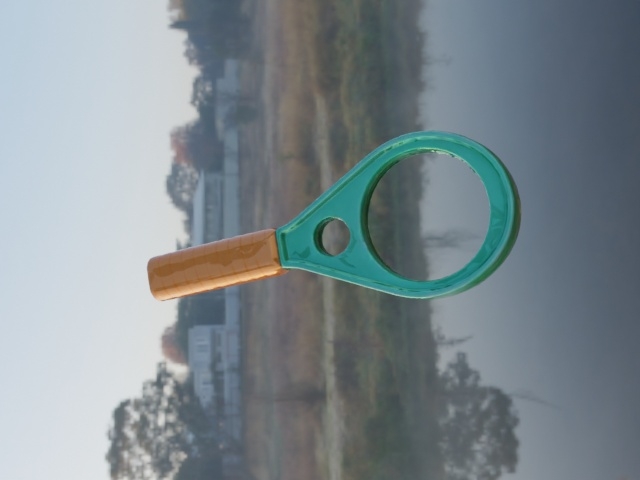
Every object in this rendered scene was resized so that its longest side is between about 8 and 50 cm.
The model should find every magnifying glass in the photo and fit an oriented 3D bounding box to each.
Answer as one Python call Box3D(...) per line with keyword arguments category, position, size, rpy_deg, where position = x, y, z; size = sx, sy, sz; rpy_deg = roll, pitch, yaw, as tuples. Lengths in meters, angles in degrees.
Box3D(category="magnifying glass", position=(0.000, 0.000, 0.498), size=(0.026, 0.231, 0.092), rpy_deg=(7, -109, -64))
